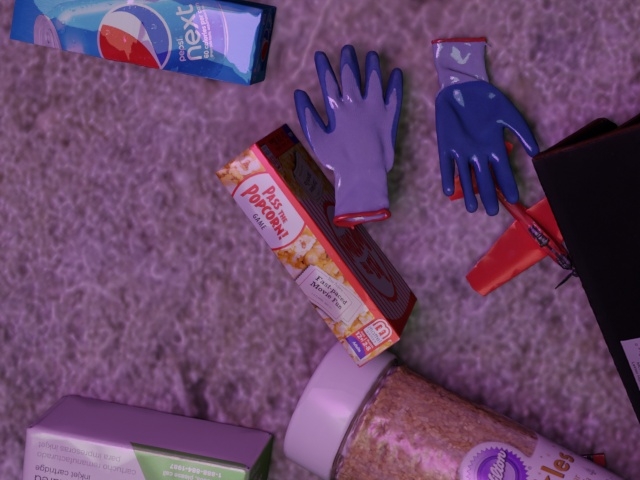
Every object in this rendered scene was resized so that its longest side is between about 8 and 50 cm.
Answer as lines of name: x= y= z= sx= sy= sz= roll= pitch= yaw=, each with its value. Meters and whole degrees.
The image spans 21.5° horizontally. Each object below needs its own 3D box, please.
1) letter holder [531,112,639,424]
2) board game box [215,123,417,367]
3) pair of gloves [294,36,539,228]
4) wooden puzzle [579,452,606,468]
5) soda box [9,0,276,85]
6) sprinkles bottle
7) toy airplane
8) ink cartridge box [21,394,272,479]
letter holder: x=0.336 y=0.021 z=1.356 sx=0.152 sy=0.214 sz=0.302 roll=-17 pitch=99 yaw=43
board game box: x=0.000 y=0.000 z=1.390 sx=0.045 sy=0.147 sz=0.193 roll=-36 pitch=94 yaw=13
pair of gloves: x=0.080 y=-0.091 z=1.385 sx=0.198 sy=0.023 sz=0.159 roll=-5 pitch=76 yaw=-10
wooden puzzle: x=0.224 y=0.211 z=1.465 sx=0.083 sy=0.006 sz=0.049 roll=-7 pitch=99 yaw=10
soda box: x=-0.149 y=-0.183 z=1.417 sx=0.210 sy=0.071 sz=0.067 roll=11 pitch=101 yaw=6
sprinkles bottle: x=0.148 y=0.207 z=1.390 sx=0.355 sy=0.121 sz=0.121 roll=27 pitch=103 yaw=13
toy airplane: x=0.169 y=-0.026 z=1.420 sx=0.151 sy=0.028 sz=0.151 roll=1 pitch=99 yaw=7
ink cartridge box: x=-0.164 y=0.294 z=1.482 sx=0.198 sy=0.115 sz=0.273 roll=9 pitch=101 yaw=7
